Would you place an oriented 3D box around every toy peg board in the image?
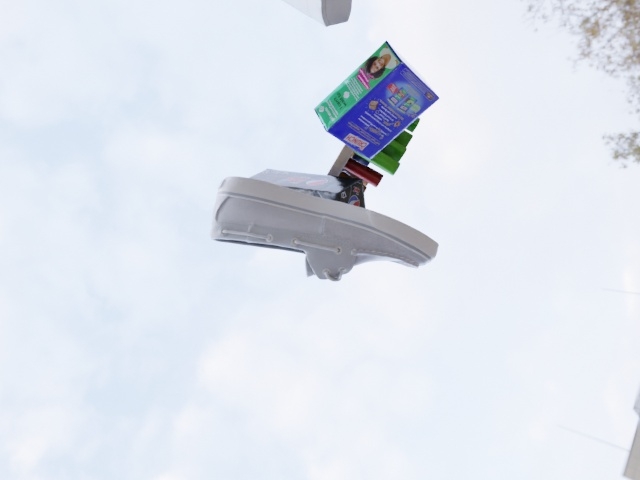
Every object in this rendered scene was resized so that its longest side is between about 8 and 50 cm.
[{"bbox_3d":[0.068,-0.120,0.852,0.079,0.161,0.161,31,-131,-2],"label":"toy peg board"}]

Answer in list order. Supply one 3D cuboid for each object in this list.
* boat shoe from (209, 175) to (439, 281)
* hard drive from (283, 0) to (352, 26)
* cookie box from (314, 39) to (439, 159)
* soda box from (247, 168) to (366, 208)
[{"bbox_3d":[0.000,0.000,0.472,0.184,0.066,0.063,16,-97,-2],"label":"boat shoe"},{"bbox_3d":[-0.062,-0.380,0.629,0.040,0.307,0.203,-21,-46,-22],"label":"hard drive"},{"bbox_3d":[0.062,-0.151,0.648,0.107,0.040,0.091,-40,-33,21],"label":"cookie box"},{"bbox_3d":[-0.025,-0.056,0.779,0.060,0.168,0.053,-33,-57,-44],"label":"soda box"}]
